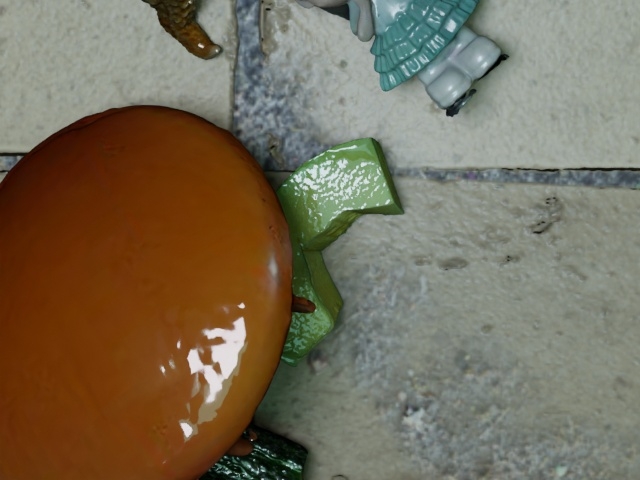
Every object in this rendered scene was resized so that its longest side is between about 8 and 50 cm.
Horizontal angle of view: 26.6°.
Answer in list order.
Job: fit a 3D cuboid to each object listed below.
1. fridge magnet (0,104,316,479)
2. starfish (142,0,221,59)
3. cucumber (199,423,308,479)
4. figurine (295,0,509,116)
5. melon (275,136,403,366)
[{"bbox_3d":[-0.177,0.058,1.174,0.364,0.155,0.363,-9,71,27],"label":"fridge magnet"},{"bbox_3d":[-0.178,-0.288,1.121,0.327,0.094,0.375,-2,139,22],"label":"starfish"},{"bbox_3d":[-0.119,0.184,1.280,0.265,0.077,0.077,26,102,3],"label":"cucumber"},{"bbox_3d":[0.056,-0.224,1.170,0.245,0.110,0.138,44,93,-4],"label":"figurine"},{"bbox_3d":[0.000,0.000,1.237,0.118,0.064,0.209,39,100,1],"label":"melon"}]
